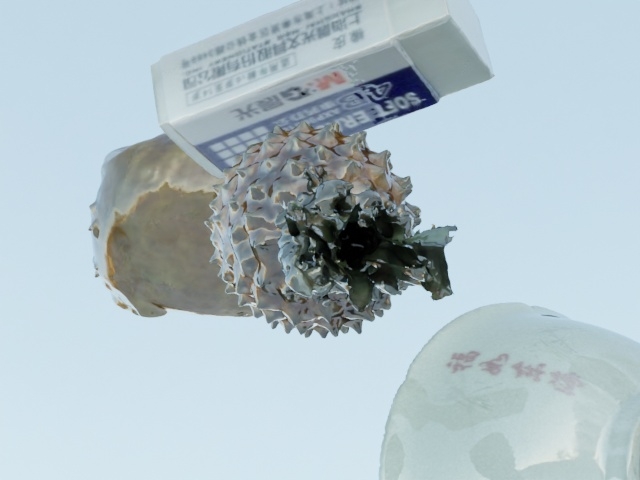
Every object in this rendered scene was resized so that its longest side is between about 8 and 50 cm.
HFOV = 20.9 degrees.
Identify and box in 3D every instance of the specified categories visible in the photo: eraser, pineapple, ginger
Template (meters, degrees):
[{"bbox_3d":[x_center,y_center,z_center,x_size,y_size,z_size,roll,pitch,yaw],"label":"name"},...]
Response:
[{"bbox_3d":[0.001,-0.149,1.525,0.279,0.081,0.124,-19,-29,17],"label":"eraser"},{"bbox_3d":[0.000,0.000,1.252,0.175,0.175,0.361,-12,7,0],"label":"pineapple"},{"bbox_3d":[-0.125,-0.018,1.839,0.223,0.200,0.269,-13,14,-34],"label":"ginger"}]

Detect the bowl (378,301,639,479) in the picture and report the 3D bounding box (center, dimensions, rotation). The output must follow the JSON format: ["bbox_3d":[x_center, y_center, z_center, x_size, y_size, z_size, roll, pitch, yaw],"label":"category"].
[{"bbox_3d":[0.277,0.246,1.619,0.435,0.435,0.196,16,-26,-36],"label":"bowl"}]
